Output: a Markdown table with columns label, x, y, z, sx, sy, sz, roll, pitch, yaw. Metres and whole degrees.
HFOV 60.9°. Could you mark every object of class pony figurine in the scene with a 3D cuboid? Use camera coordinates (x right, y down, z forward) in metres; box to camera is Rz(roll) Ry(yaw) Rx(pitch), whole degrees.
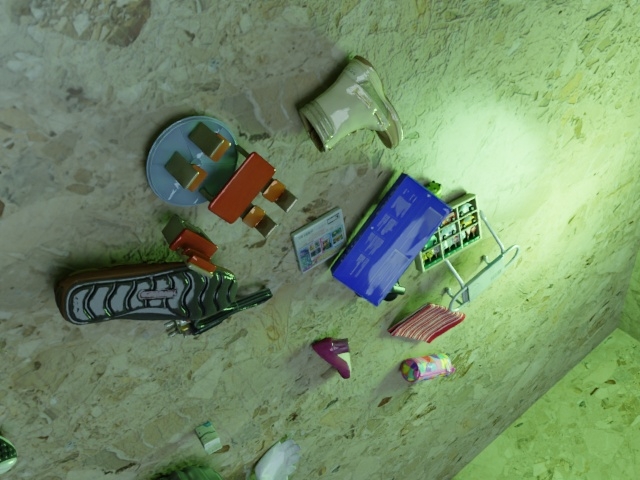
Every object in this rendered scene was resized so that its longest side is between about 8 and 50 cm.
| label | x | y | z | sx | sy | sz | roll | pitch | yaw |
| --- | --- | --- | --- | --- | --- | --- | --- | --- | --- |
| pony figurine | -0.151 | 0.909 | 1.870 | 0.351 | 0.303 | 0.363 | -33 | 153 | -13 |

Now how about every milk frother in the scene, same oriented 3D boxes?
| label | x | y | z | sx | sy | sz | roll | pitch | yaw |
| --- | --- | --- | --- | --- | --- | --- | --- | --- | --- |
| milk frother | 0.188 | 0.108 | 1.673 | 0.135 | 0.129 | 0.143 | 14 | 67 | -46 |

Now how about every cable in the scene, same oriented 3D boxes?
| label | x | y | z | sx | sy | sz | roll | pitch | yaw |
| --- | --- | --- | --- | --- | --- | --- | --- | --- | --- |
| cable | -0.241 | 0.157 | 1.345 | 0.287 | 0.072 | 0.139 | -26 | 162 | -33 |

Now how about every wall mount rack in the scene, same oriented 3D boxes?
| label | x | y | z | sx | sy | sz | roll | pitch | yaw |
| --- | --- | --- | --- | --- | --- | --- | --- | --- | --- |
| wall mount rack | 0.538 | 0.077 | 1.920 | 0.350 | 0.130 | 0.304 | -39 | 141 | -11 |

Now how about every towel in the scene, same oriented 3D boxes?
| label | x | y | z | sx | sy | sz | roll | pitch | yaw |
| --- | --- | --- | --- | --- | --- | --- | --- | --- | --- |
| towel | 0.392 | 0.303 | 1.977 | 0.199 | 0.031 | 0.275 | -41 | 143 | 25 |

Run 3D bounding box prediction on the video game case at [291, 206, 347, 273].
| label | x | y | z | sx | sy | sz | roll | pitch | yaw |
| --- | --- | --- | --- | --- | --- | --- | --- | --- | --- |
| video game case | 0.000 | 0.000 | 1.474 | 0.157 | 0.019 | 0.143 | -31 | 136 | -20 |

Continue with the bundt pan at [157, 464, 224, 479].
| label | x | y | z | sx | sy | sz | roll | pitch | yaw |
| --- | --- | --- | --- | --- | --- | --- | --- | --- | --- |
| bundt pan | -0.426 | 0.812 | 1.642 | 0.331 | 0.124 | 0.331 | -22 | 131 | -27 |

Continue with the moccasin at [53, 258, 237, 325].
| label | x | y | z | sx | sy | sz | roll | pitch | yaw |
| --- | --- | --- | --- | --- | --- | --- | --- | --- | --- |
| moccasin | -0.361 | 0.107 | 1.169 | 0.380 | 0.147 | 0.139 | -8 | 108 | -32 |

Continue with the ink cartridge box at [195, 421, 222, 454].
| label | x | y | z | sx | sy | sz | roll | pitch | yaw |
| --- | --- | --- | --- | --- | --- | --- | --- | --- | --- |
| ink cartridge box | -0.324 | 0.572 | 1.578 | 0.048 | 0.083 | 0.028 | -21 | 132 | -28 |

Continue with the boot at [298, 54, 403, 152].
| label | x | y | z | sx | sy | sz | roll | pitch | yaw |
| --- | --- | --- | --- | --- | --- | --- | --- | --- | --- |
| boot | 0.076 | -0.269 | 1.278 | 0.203 | 0.095 | 0.262 | -44 | 137 | -6 |

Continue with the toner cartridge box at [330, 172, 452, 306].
| label | x | y | z | sx | sy | sz | roll | pitch | yaw |
| --- | --- | --- | --- | --- | --- | --- | --- | --- | --- |
| toner cartridge box | 0.195 | -0.001 | 1.532 | 0.165 | 0.075 | 0.348 | 36 | 97 | -12 |

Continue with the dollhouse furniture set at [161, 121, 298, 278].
| label | x | y | z | sx | sy | sz | roll | pitch | yaw |
| --- | --- | --- | --- | --- | --- | --- | --- | --- | --- |
| dollhouse furniture set | -0.195 | -0.066 | 1.121 | 0.259 | 0.135 | 0.262 | -51 | 140 | 3 |

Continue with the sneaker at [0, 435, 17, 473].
| label | x | y | z | sx | sy | sz | roll | pitch | yaw |
| --- | --- | --- | --- | --- | --- | --- | --- | --- | --- |
| sneaker | -0.784 | 0.472 | 1.106 | 0.292 | 0.110 | 0.118 | 0 | 128 | -31 |

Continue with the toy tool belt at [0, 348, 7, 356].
| label | x | y | z | sx | sy | sz | roll | pitch | yaw |
| --- | --- | --- | --- | --- | --- | --- | --- | --- | --- |
| toy tool belt | -0.661 | 0.233 | 1.060 | 0.083 | 0.052 | 0.051 | -38 | 129 | -11 |

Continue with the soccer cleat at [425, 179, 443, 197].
| label | x | y | z | sx | sy | sz | roll | pitch | yaw |
| --- | --- | --- | --- | --- | --- | --- | --- | --- | --- |
| soccer cleat | 0.295 | -0.113 | 1.613 | 0.179 | 0.060 | 0.072 | -29 | 139 | -24 |

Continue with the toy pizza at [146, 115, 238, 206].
| label | x | y | z | sx | sy | sz | roll | pitch | yaw |
| --- | --- | --- | --- | --- | --- | --- | --- | --- | --- |
| toy pizza | -0.262 | -0.163 | 1.118 | 0.201 | 0.032 | 0.201 | -24 | 134 | -27 |

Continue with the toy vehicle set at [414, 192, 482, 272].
| label | x | y | z | sx | sy | sz | roll | pitch | yaw |
| --- | --- | --- | --- | --- | --- | --- | --- | --- | --- |
| toy vehicle set | 0.405 | -0.027 | 1.751 | 0.267 | 0.035 | 0.166 | -27 | 117 | -23 |

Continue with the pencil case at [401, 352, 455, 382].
| label | x | y | z | sx | sy | sz | roll | pitch | yaw |
| --- | --- | --- | --- | --- | --- | --- | --- | --- | --- |
| pencil case | 0.425 | 0.503 | 2.157 | 0.236 | 0.104 | 0.104 | 2 | 118 | -40 |

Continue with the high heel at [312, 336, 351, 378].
| label | x | y | z | sx | sy | sz | roll | pitch | yaw |
| --- | --- | --- | --- | --- | --- | --- | --- | --- | --- |
| high heel | 0.040 | 0.392 | 1.781 | 0.117 | 0.082 | 0.244 | -6 | 146 | 0 |
